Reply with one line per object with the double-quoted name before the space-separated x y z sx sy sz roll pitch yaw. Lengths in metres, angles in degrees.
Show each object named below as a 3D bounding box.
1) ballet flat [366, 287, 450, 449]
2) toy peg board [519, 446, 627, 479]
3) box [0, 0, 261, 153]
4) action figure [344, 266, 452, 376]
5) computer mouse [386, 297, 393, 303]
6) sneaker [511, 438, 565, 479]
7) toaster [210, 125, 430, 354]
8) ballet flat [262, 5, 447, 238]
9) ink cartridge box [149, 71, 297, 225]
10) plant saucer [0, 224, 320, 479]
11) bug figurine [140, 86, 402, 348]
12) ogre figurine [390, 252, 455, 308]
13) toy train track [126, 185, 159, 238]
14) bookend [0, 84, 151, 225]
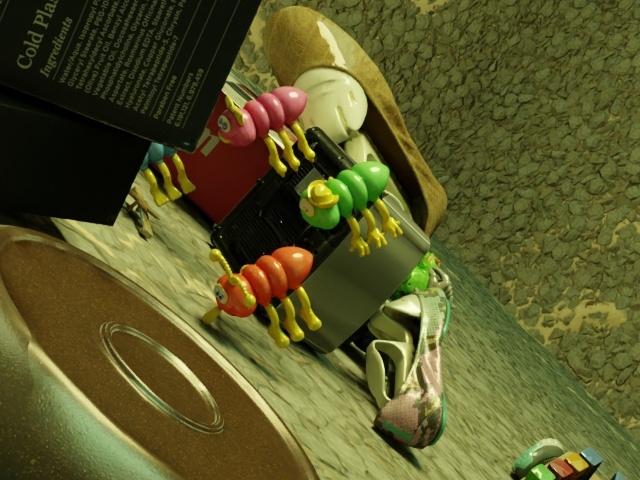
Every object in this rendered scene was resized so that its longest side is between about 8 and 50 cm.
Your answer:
"ballet flat" 0.083 0.108 1.220 0.079 0.077 0.221 25 36 -12
"toy peg board" 0.251 0.255 1.125 0.161 0.079 0.161 -17 53 -44
"box" -0.243 -0.239 0.929 0.312 0.179 0.343 18 13 -30
"action figure" 0.057 0.044 1.405 0.164 0.141 0.275 51 0 -32
"computer mouse" 0.066 0.080 1.627 0.106 0.042 0.193 48 3 11
"sneaker" 0.288 0.288 1.486 0.166 0.065 0.076 31 17 -48
"toaster" 0.000 0.000 1.232 0.110 0.168 0.185 38 7 -36
"ballet flat" 0.042 -0.115 1.467 0.342 0.116 0.124 57 24 -28
"ink cartridge box" -0.159 -0.150 1.424 0.309 0.130 0.272 42 6 5
"plant saucer" -0.099 0.089 0.681 0.310 0.050 0.310 42 7 -6
"bug figurine" -0.064 -0.046 1.090 0.279 0.216 0.072 45 -27 31
"ogre figurine" 0.127 0.059 1.880 0.118 0.097 0.197 21 -29 56
"toy train track" -0.164 -0.023 1.131 0.048 0.014 0.083 46 10 -32
"bookend" -0.233 -0.084 0.888 0.156 0.072 0.157 33 13 31
